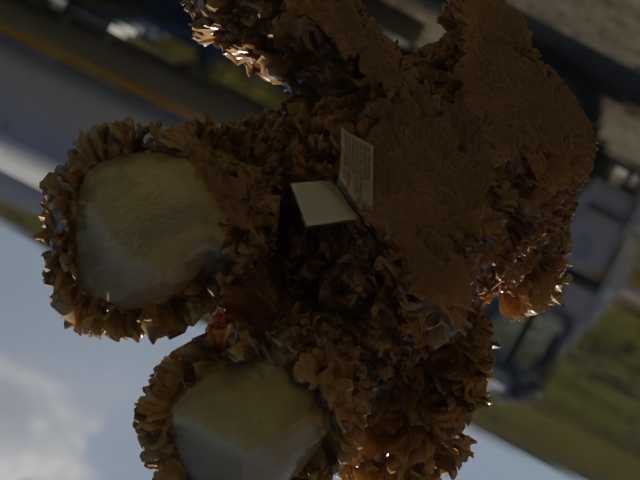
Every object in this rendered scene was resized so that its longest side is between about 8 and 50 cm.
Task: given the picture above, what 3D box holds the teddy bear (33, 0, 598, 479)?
[{"bbox_3d":[0.000,0.000,0.862,0.245,0.113,0.338,48,-141,-14],"label":"teddy bear"}]
